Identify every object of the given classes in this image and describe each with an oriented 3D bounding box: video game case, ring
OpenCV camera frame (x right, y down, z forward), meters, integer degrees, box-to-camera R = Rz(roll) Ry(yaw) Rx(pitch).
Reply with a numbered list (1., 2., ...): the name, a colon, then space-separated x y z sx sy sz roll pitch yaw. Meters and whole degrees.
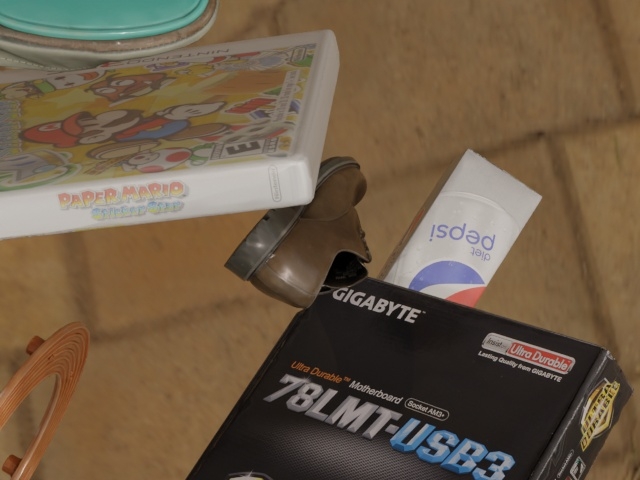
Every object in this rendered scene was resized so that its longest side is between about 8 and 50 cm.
1. video game case: -0.099 -0.052 0.886 0.206 0.227 0.026 -7 110 6
2. ring: -0.339 0.227 1.933 0.032 0.336 0.336 30 80 7

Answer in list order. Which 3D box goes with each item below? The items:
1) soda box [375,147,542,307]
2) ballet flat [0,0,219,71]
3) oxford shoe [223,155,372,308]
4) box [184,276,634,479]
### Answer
1. soda box: 0.099 0.054 1.835 0.091 0.098 0.286 33 83 -2
2. ballet flat: -0.150 -0.104 0.789 0.213 0.068 0.072 5 65 -7
3. oxford shoe: 0.000 0.000 1.544 0.096 0.227 0.083 39 121 0
4. box: 0.050 0.181 1.467 0.295 0.073 0.293 18 67 40
